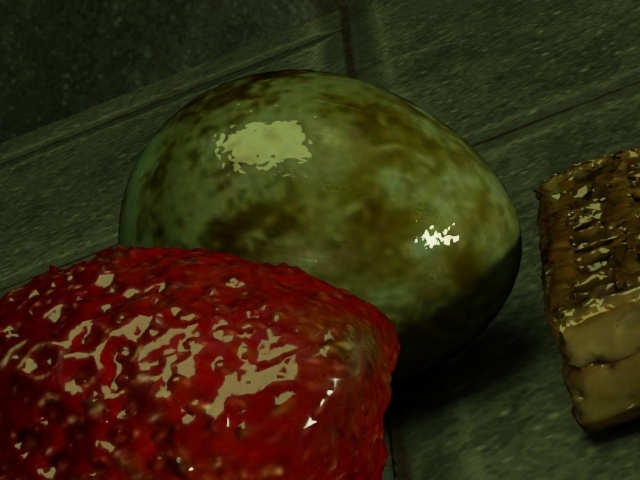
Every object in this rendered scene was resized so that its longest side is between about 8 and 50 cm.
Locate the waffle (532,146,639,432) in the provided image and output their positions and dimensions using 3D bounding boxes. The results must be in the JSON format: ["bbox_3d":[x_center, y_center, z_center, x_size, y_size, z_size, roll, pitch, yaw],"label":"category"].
[{"bbox_3d":[0.249,0.006,1.288,0.212,0.091,0.308,-19,16,12],"label":"waffle"}]

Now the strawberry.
[{"bbox_3d":[-0.072,0.109,1.095,0.276,0.257,0.257,-26,11,35],"label":"strawberry"}]

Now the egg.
[{"bbox_3d":[0.000,0.000,1.391,0.289,0.238,0.238,4,24,18],"label":"egg"}]
